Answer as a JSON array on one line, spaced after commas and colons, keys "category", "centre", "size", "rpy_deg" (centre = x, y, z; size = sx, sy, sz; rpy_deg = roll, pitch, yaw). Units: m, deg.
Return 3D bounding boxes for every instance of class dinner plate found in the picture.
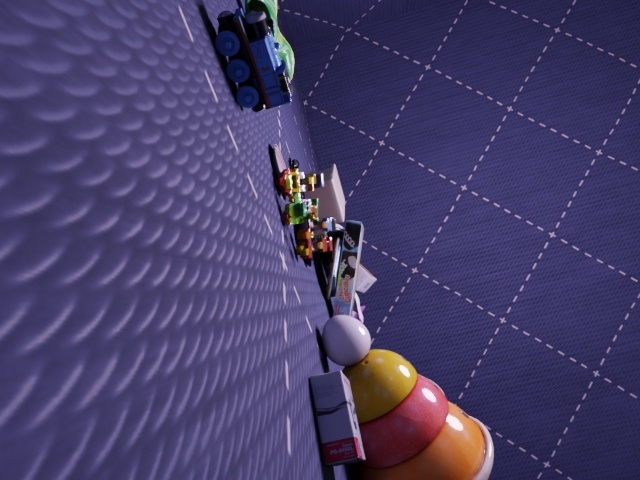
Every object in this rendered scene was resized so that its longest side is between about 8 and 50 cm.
[{"category": "dinner plate", "centre": [-0.097, -0.169, 1.094], "size": [0.141, 0.017, 0.141], "rpy_deg": [-14, 90, -86]}]

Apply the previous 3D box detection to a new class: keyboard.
[{"category": "keyboard", "centre": [-0.053, -0.102, 1.211], "size": [0.201, 0.033, 0.317], "rpy_deg": [79, 0, -46]}]

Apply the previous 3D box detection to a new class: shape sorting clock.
[{"category": "shape sorting clock", "centre": [0.039, 0.090, 1.437], "size": [0.206, 0.040, 0.206], "rpy_deg": [7, 90, -84]}]

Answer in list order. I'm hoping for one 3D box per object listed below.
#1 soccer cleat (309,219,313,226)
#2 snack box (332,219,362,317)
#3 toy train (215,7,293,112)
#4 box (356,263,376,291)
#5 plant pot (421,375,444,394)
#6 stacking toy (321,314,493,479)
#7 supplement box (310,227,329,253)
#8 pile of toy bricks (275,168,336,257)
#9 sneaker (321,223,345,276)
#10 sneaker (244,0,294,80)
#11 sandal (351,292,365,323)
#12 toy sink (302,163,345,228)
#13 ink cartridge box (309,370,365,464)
[{"category": "soccer cleat", "centre": [-0.038, -0.055, 1.358], "size": [0.083, 0.029, 0.035], "rpy_deg": [-45, 125, -79]}, {"category": "snack box", "centre": [0.096, 0.102, 1.489], "size": [0.187, 0.060, 0.322], "rpy_deg": [30, 68, -81]}, {"category": "toy train", "centre": [-0.118, -0.324, 0.800], "size": [0.080, 0.105, 0.184], "rpy_deg": [-99, 173, -50]}, {"category": "box", "centre": [0.151, 0.143, 1.984], "size": [0.170, 0.091, 0.130], "rpy_deg": [44, 6, 22]}, {"category": "plant pot", "centre": [0.350, 0.781, 1.853], "size": [0.334, 0.334, 0.305], "rpy_deg": [-88, 174, -73]}, {"category": "stacking toy", "centre": [0.158, 0.389, 1.072], "size": [0.480, 0.351, 0.350], "rpy_deg": [58, 7, -6]}, {"category": "supplement box", "centre": [0.000, 0.000, 1.452], "size": [0.083, 0.056, 0.083], "rpy_deg": [27, 49, -83]}, {"category": "pile of toy bricks", "centre": [-0.045, -0.061, 1.002], "size": [0.105, 0.118, 0.212], "rpy_deg": [-9, 95, -47]}, {"category": "sneaker", "centre": [0.072, 0.073, 1.654], "size": [0.321, 0.126, 0.127], "rpy_deg": [69, 6, -51]}, {"category": "sneaker", "centre": [-0.158, -0.577, 1.259], "size": [0.295, 0.109, 0.123], "rpy_deg": [72, 28, -46]}, {"category": "sandal", "centre": [0.136, 0.274, 1.894], "size": [0.416, 0.102, 0.169], "rpy_deg": [-100, 174, -58]}, {"category": "toy sink", "centre": [0.003, -0.158, 1.540], "size": [0.234, 0.131, 0.152], "rpy_deg": [-81, 157, -66]}, {"category": "ink cartridge box", "centre": [0.032, 0.327, 0.813], "size": [0.109, 0.063, 0.150], "rpy_deg": [67, 10, -60]}]
